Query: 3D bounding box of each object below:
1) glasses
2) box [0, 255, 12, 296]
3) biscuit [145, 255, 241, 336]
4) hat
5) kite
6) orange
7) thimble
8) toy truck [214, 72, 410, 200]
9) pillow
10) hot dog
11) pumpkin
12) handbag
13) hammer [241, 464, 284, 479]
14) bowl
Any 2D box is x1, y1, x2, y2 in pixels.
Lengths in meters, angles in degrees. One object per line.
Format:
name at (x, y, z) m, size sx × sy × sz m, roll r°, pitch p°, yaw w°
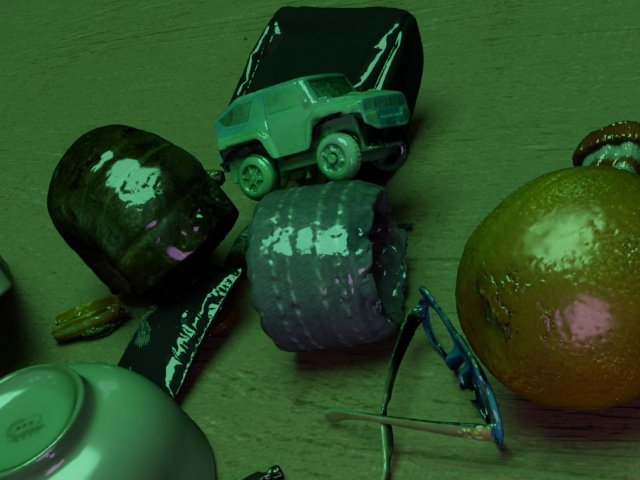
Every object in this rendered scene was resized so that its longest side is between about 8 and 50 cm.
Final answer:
glasses at (0.115, 0.186, 1.305) m, size 0.207 × 0.102 × 0.239 m, roll -47°, pitch 34°, yaw 15°
box at (-0.641, 0.128, 1.671) m, size 0.367 × 0.090 × 0.373 m, roll -31°, pitch 12°, yaw -12°
biscuit at (-0.182, 0.075, 1.631) m, size 0.138 × 0.031 × 0.205 m, roll -32°, pitch 38°, yaw -12°
hat at (0.382, -0.069, 1.457) m, size 0.112 × 0.093 × 0.162 m, roll -26°, pitch 33°, yaw 45°
kite at (0.000, 0.000, 1.628) m, size 0.285 × 0.015 × 0.152 m, roll 2°, pitch 38°, yaw 30°
orange at (0.284, 0.052, 1.201) m, size 0.274 × 0.274 × 0.274 m, roll -15°, pitch 37°, yaw 11°
thimble at (0.016, 0.031, 1.440) m, size 0.172 × 0.205 × 0.236 m, roll -7°, pitch 24°, yaw 15°
toy truck at (-0.013, -0.151, 1.579) m, size 0.279 × 0.156 × 0.155 m, roll -12°, pitch 3°, yaw 39°
pillow at (-0.198, 0.118, 1.532) m, size 0.141 × 0.055 × 0.208 m, roll 8°, pitch 62°, yaw 45°
hot dog at (-0.345, 0.122, 1.655) m, size 0.133 × 0.041 × 0.056 m, roll -20°, pitch 35°, yaw 18°
pumpkin at (-0.260, -0.067, 1.601) m, size 0.242 × 0.232 × 0.325 m, roll -41°, pitch 16°, yaw -26°
handbag at (0.021, -0.239, 1.795) m, size 0.302 × 0.178 × 0.275 m, roll 8°, pitch 62°, yaw 36°
hammer at (-0.060, 0.335, 1.238) m, size 0.078 × 0.021 × 0.201 m, roll -24°, pitch 35°, yaw -1°
bowl at (-0.320, 0.271, 1.322) m, size 0.354 × 0.185 × 0.354 m, roll -15°, pitch 36°, yaw 11°
